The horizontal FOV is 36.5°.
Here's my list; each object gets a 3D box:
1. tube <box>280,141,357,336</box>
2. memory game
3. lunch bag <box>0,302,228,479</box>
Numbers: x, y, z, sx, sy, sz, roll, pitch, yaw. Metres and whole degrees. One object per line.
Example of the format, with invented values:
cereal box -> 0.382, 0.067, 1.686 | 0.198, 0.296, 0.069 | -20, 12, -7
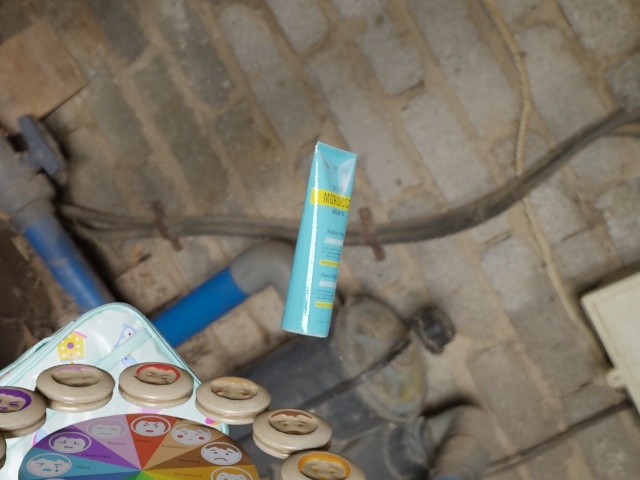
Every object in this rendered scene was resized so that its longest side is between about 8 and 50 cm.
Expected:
tube -> 0.000, 0.000, 1.062 | 0.080, 0.052, 0.207 | 12, 88, -61
memory game -> -0.072, 0.092, 0.400 | 0.186, 0.186, 0.012 | -30, 131, -62
lunch bag -> -0.256, 0.208, 1.000 | 0.279, 0.108, 0.224 | -40, 102, -17
